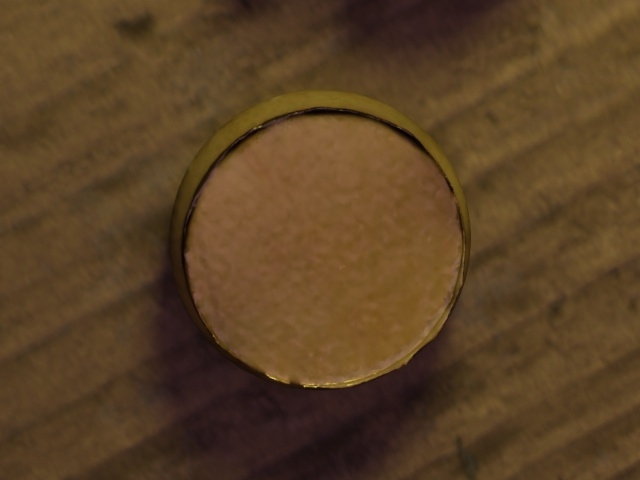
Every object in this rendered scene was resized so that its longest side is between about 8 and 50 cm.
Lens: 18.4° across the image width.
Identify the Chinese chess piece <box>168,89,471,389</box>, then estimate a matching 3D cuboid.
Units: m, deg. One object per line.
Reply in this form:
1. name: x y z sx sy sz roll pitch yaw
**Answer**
1. Chinese chess piece: 0.000 0.000 1.676 0.257 0.104 0.257 -1 99 -4
